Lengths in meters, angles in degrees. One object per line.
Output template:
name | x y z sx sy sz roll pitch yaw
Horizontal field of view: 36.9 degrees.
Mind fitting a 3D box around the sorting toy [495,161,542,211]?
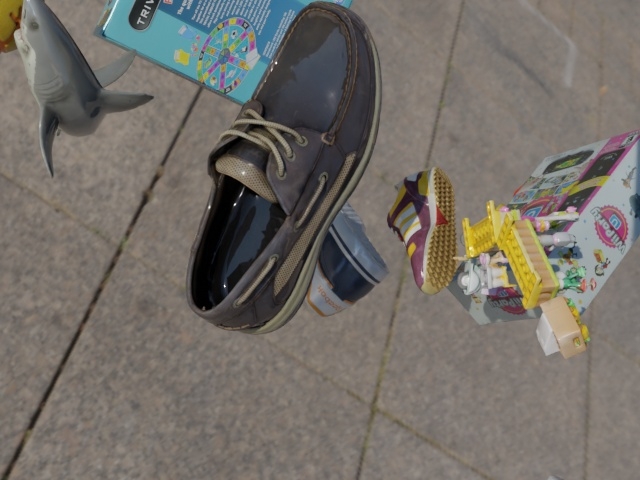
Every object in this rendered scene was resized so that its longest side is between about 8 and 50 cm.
sorting toy | 0.353 -0.038 1.771 0.047 0.348 0.196 35 57 19

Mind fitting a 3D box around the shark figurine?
shark figurine | -0.230 -0.151 0.997 0.116 0.278 0.166 -9 92 -3

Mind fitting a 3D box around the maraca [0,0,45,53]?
maraca | -0.400 -0.303 1.231 0.099 0.127 0.186 47 45 -10

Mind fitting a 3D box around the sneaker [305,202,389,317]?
sneaker | 0.000 0.000 1.434 0.126 0.127 0.321 44 10 -22

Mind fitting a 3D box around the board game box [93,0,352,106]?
board game box | -0.140 -0.356 1.473 0.336 0.079 0.254 24 92 -25

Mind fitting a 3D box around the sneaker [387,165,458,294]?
sneaker | 0.129 -0.006 1.257 0.069 0.083 0.186 38 47 -38

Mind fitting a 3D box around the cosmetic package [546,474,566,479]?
cosmetic package | 0.364 0.422 1.050 0.196 0.365 0.155 24 93 -12

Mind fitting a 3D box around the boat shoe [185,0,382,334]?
boat shoe | -0.039 -0.068 0.963 0.132 0.356 0.130 19 7 24

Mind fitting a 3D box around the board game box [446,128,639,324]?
board game box | 0.354 -0.018 1.402 0.097 0.224 0.303 48 64 -13

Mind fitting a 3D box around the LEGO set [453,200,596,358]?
LEGO set | 0.238 0.023 1.021 0.107 0.287 0.132 -4 102 -12
